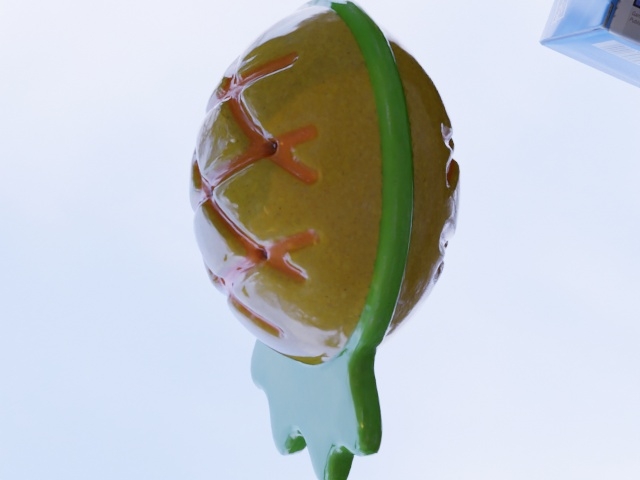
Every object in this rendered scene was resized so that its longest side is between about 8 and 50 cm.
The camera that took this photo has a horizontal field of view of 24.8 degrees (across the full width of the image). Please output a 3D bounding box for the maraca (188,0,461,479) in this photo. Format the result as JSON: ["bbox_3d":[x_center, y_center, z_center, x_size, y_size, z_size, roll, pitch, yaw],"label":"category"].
[{"bbox_3d":[0.000,0.000,0.557,0.099,0.127,0.185,-1,-79,-22],"label":"maraca"}]

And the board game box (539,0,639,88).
[{"bbox_3d":[0.310,-0.188,0.758,0.308,0.086,0.302,21,-92,-14],"label":"board game box"}]
